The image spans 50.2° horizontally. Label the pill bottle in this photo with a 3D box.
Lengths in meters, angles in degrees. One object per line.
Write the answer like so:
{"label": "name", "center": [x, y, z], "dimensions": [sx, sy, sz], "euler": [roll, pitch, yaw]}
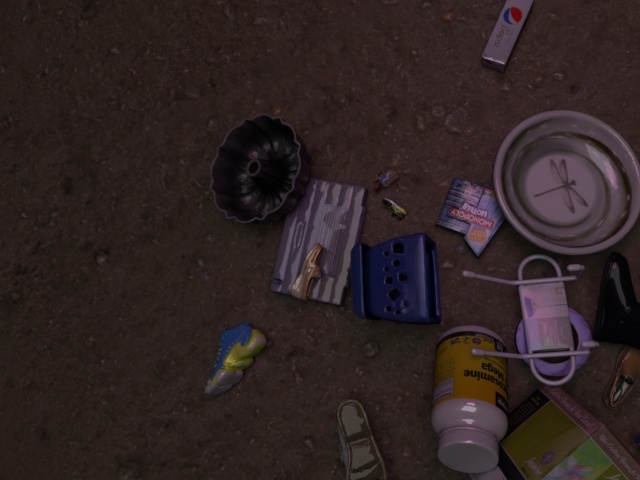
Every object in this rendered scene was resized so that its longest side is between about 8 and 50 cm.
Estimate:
{"label": "pill bottle", "center": [0.373, 0.393, 1.707], "dimensions": [0.187, 0.188, 0.334], "euler": [1, 44, 13]}

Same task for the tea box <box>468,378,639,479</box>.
{"label": "tea box", "center": [0.550, 0.551, 1.621], "dimensions": [0.323, 0.329, 0.220], "euler": [-43, 96, 4]}

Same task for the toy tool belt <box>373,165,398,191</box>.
{"label": "toy tool belt", "center": [0.183, -0.182, 1.998], "dimensions": [0.083, 0.052, 0.051], "euler": [-39, 44, 1]}

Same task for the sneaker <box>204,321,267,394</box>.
{"label": "sneaker", "center": [-0.265, 0.338, 2.003], "dimensions": [0.240, 0.091, 0.126], "euler": [-44, 56, 3]}

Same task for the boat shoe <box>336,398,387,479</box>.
{"label": "boat shoe", "center": [0.111, 0.583, 1.857], "dimensions": [0.113, 0.103, 0.303], "euler": [-9, 78, -2]}

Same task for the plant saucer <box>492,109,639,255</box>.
{"label": "plant saucer", "center": [0.649, -0.146, 1.829], "dimensions": [0.400, 0.100, 0.401], "euler": [1, 76, -2]}

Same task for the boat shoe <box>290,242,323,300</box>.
{"label": "boat shoe", "center": [-0.025, 0.091, 1.934], "dimensions": [0.059, 0.063, 0.170], "euler": [26, 97, 13]}

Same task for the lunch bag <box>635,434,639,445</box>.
{"label": "lunch bag", "center": [0.887, 0.501, 1.702], "dimensions": [0.151, 0.096, 0.129], "euler": [-31, 74, -24]}

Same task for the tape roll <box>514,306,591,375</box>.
{"label": "tape roll", "center": [0.612, 0.263, 1.808], "dimensions": [0.188, 0.080, 0.189], "euler": [-2, 80, 13]}

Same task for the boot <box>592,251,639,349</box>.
{"label": "boot", "center": [0.818, 0.164, 1.731], "dimensions": [0.207, 0.094, 0.247], "euler": [11, 95, 36]}

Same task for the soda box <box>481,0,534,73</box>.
{"label": "soda box", "center": [0.539, -0.600, 1.969], "dimensions": [0.073, 0.069, 0.216], "euler": [24, 88, 15]}

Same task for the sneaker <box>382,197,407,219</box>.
{"label": "sneaker", "center": [0.210, -0.092, 1.980], "dimensions": [0.083, 0.031, 0.035], "euler": [36, 91, 15]}

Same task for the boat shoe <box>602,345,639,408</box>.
{"label": "boat shoe", "center": [0.791, 0.347, 1.757], "dimensions": [0.068, 0.072, 0.190], "euler": [22, 86, 15]}

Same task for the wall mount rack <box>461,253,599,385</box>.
{"label": "wall mount rack", "center": [0.522, 0.184, 1.723], "dimensions": [0.303, 0.130, 0.350], "euler": [-6, 66, 10]}

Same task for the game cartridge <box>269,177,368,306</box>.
{"label": "game cartridge", "center": [0.000, 0.000, 2.001], "dimensions": [0.230, 0.068, 0.355], "euler": [12, 84, 10]}

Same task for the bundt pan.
{"label": "bundt pan", "center": [-0.161, -0.197, 2.004], "dimensions": [0.330, 0.124, 0.331], "euler": [-8, 74, 31]}

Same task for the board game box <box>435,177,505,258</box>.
{"label": "board game box", "center": [0.428, -0.058, 1.911], "dimensions": [0.194, 0.060, 0.194], "euler": [21, 85, 15]}

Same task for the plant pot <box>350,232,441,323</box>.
{"label": "plant pot", "center": [0.202, 0.112, 1.851], "dimensions": [0.211, 0.236, 0.236], "euler": [-4, 81, 18]}
